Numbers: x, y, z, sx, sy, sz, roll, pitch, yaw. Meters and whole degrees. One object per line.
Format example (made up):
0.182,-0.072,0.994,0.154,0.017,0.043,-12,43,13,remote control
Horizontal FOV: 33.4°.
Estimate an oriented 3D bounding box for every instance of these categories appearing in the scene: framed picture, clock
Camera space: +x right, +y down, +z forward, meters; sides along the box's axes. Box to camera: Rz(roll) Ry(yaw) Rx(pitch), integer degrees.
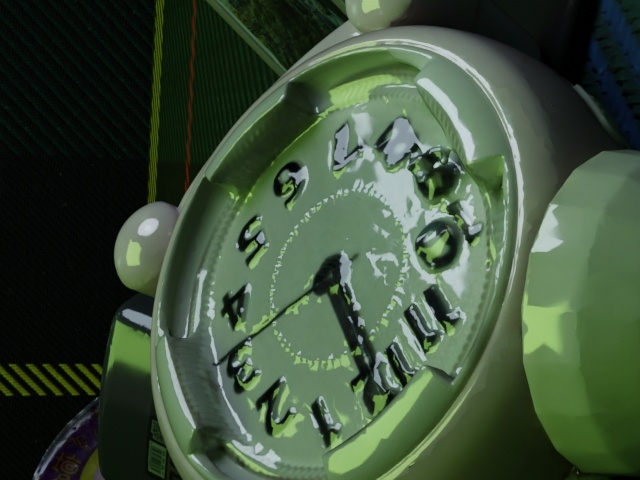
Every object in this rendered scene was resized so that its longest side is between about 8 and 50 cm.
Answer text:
-0.074,-0.272,1.069,0.020,0.324,0.240,-46,6,-17,framed picture
0.043,0.040,0.580,0.342,0.184,0.325,-50,37,23,clock

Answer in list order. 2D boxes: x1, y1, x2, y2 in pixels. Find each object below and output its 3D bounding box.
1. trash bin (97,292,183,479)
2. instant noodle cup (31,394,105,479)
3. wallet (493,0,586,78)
-0.019,0.148,0.829,0.182,0.290,0.209,-33,-42,-57,trash bin
-0.103,0.322,1.007,0.266,0.340,0.339,100,164,-54,instant noodle cup
0.147,-0.205,0.682,0.124,0.025,0.244,-121,37,-62,wallet
